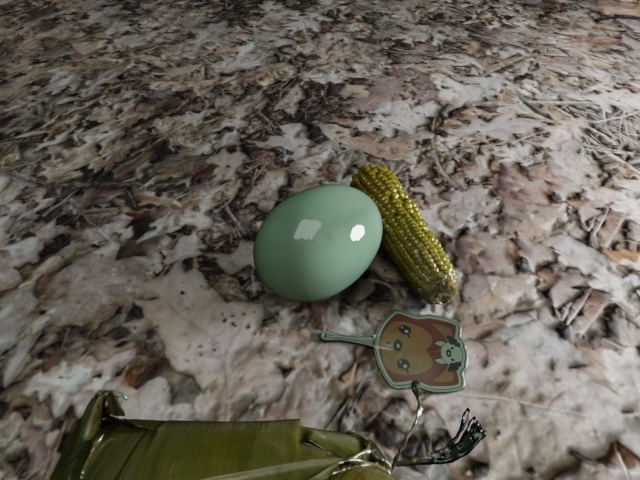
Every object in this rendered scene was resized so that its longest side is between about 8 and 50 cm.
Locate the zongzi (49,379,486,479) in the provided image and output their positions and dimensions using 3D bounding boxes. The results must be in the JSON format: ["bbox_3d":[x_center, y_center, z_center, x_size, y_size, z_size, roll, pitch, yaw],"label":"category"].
[{"bbox_3d":[-0.050,0.298,0.330,0.447,0.181,0.418,0,19,0],"label":"zongzi"}]

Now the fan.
[{"bbox_3d":[0.106,0.155,0.631,0.220,0.009,0.132,7,47,8],"label":"fan"}]

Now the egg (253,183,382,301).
[{"bbox_3d":[0.000,0.000,0.671,0.168,0.168,0.231,35,53,30],"label":"egg"}]

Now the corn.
[{"bbox_3d":[0.135,-0.027,0.748,0.097,0.097,0.320,-15,50,-12],"label":"corn"}]
